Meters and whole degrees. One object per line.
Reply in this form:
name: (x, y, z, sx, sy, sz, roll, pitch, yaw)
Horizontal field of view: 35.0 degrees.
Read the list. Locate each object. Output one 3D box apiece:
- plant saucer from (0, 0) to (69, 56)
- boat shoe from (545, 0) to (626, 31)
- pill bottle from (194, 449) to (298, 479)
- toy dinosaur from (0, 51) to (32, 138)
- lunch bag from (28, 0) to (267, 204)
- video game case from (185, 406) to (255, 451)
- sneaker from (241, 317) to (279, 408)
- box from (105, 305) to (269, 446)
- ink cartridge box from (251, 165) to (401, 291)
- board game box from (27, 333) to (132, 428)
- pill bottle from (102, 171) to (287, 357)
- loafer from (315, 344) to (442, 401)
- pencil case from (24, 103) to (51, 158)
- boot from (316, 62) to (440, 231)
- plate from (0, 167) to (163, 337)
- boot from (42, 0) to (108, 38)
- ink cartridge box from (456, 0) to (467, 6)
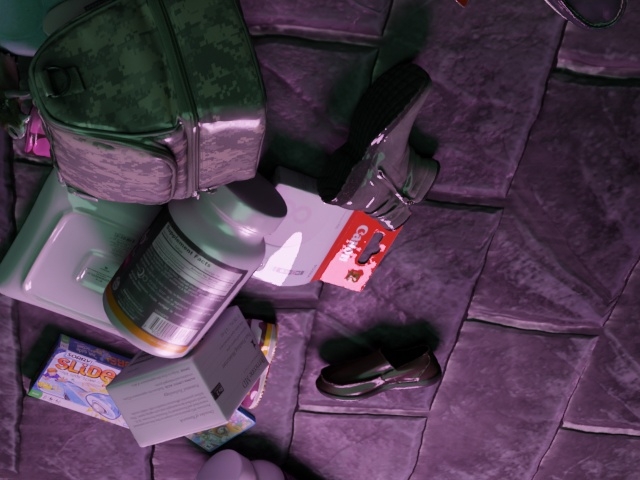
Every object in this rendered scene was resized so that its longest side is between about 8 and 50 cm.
plant saucer: (-0.392, -0.307, 1.282, 0.195, 0.037, 0.195, 5, 132, 5)
boat shoe: (0.308, -0.379, 1.247, 0.127, 0.113, 0.340, -21, 128, 11)
pill bottle: (-0.097, 0.519, 1.922, 0.169, 0.169, 0.301, -33, 124, 21)
toy dinosaur: (-0.512, -0.230, 1.324, 0.313, 0.121, 0.160, 35, 115, -12)
lunch bag: (-0.214, -0.163, 1.239, 0.256, 0.212, 0.305, -14, 170, -11)
video game case: (-0.216, 0.315, 1.843, 0.119, 0.015, 0.166, -35, 124, 22)
sneaker: (-0.127, 0.206, 1.734, 0.084, 0.069, 0.185, 14, 121, -4)
box: (-0.208, 0.215, 1.617, 0.182, 0.181, 0.119, -20, 106, 27)
ink cartridge box: (0.000, 0.000, 1.576, 0.232, 0.066, 0.189, 21, 125, -15)
board game box: (-0.385, 0.247, 1.760, 0.201, 0.035, 0.136, 23, 124, -22)
pill bottle: (-0.180, 0.024, 1.467, 0.162, 0.162, 0.278, 29, 112, -25)
loafer: (0.097, 0.216, 1.754, 0.220, 0.080, 0.078, -10, 120, -2)
pencil case: (-0.308, -0.133, 1.422, 0.209, 0.095, 0.098, 18, 141, -16)
boot: (0.115, -0.132, 1.471, 0.161, 0.083, 0.246, 17, 118, -38)
plate: (-0.339, 0.041, 1.589, 0.277, 0.045, 0.278, 24, 123, -22)
boot: (-0.249, -0.283, 1.286, 0.190, 0.069, 0.086, -20, 155, 3)
ink cartridge box: (0.153, -0.391, 1.214, 0.179, 0.145, 0.045, 35, 163, -26)
